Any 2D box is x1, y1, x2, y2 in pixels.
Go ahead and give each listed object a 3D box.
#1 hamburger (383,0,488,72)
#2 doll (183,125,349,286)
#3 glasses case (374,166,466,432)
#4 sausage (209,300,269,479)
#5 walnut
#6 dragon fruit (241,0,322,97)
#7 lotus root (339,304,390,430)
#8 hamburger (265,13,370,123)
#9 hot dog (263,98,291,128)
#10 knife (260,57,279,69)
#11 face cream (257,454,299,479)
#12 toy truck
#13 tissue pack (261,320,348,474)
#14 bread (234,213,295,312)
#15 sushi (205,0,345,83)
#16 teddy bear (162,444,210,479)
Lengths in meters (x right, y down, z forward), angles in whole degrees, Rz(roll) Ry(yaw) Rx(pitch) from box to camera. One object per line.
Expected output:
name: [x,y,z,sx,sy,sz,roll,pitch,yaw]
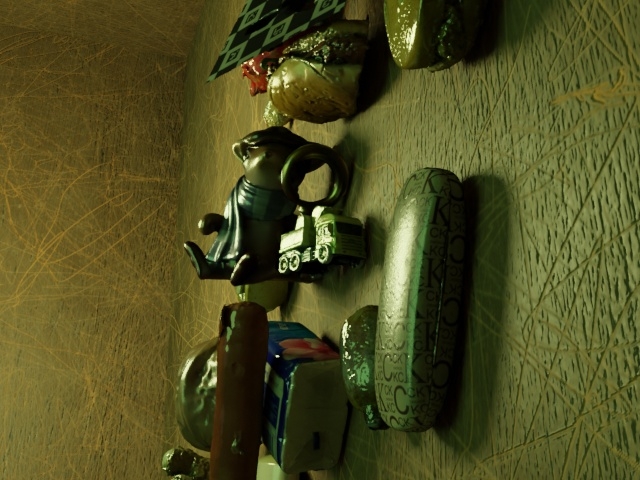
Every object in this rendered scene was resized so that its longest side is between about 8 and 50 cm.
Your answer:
hamburger: [0.161,-0.327,1.172,0.189,0.122,0.215,117,151,-61]
doll: [-0.108,-0.061,1.683,0.209,0.317,0.340,3,-78,-77]
glasses case: [0.132,0.078,1.138,0.137,0.085,0.355,176,101,-71]
sausage: [-0.146,0.309,1.485,0.094,0.094,0.419,-31,-51,-67]
walnut: [-0.203,0.332,1.859,0.273,0.227,0.273,-167,90,-76]
dragon fruit: [-0.098,-0.432,1.913,0.205,0.210,0.268,-40,-19,-52]
lotus root: [0.077,0.190,1.267,0.113,0.088,0.192,133,142,-51]
hamburger: [0.000,-0.317,1.602,0.282,0.245,0.156,31,-118,-73]
hot dog: [-0.094,-0.347,2.069,0.061,0.078,0.169,-37,-29,-55]
knife: [-0.044,-0.367,1.734,0.015,0.212,0.054,40,121,30]
face cream: [-0.085,0.581,1.613,0.173,0.081,0.349,130,144,-59]
toy truck: [0.000,0.000,1.523,0.191,0.085,0.116,-18,68,53]
tissue pack: [-0.044,0.277,1.541,0.269,0.137,0.209,-156,72,-68]
bread: [-0.133,0.039,1.935,0.186,0.124,0.257,144,130,-66]
sushi: [-0.035,-0.463,1.667,0.359,0.064,0.343,-18,41,38]
teddy bear: [-0.284,0.655,2.062,0.156,0.267,0.256,-3,61,31]
